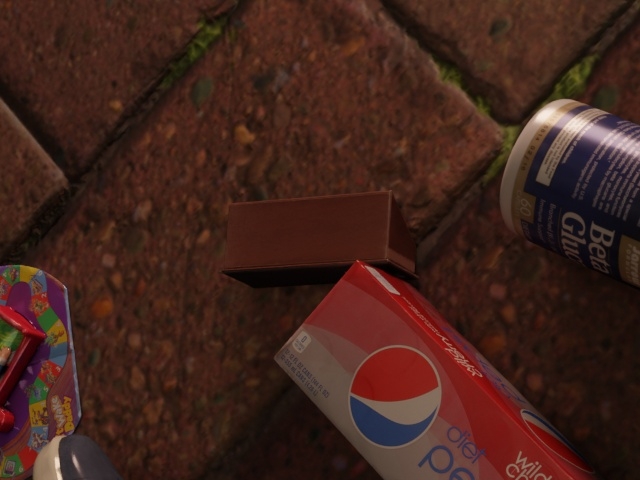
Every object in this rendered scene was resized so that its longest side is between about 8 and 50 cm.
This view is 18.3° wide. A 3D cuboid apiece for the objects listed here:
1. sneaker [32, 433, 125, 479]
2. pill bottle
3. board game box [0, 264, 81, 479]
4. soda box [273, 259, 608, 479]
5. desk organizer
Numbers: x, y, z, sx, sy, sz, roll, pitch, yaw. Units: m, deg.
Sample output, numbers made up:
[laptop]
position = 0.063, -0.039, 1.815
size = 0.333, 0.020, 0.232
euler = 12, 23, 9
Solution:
[sneaker]
position = -0.047, 0.234, 1.286
size = 0.148, 0.131, 0.350
euler = -43, 66, 6
[pill bottle]
position = 0.202, -0.017, 1.216
size = 0.169, 0.094, 0.094
euler = 25, 91, 32
[board game box]
position = -0.245, 0.097, 1.477
size = 0.133, 0.033, 0.169
euler = -18, 70, 25
[soda box]
position = 0.092, 0.133, 1.248
size = 0.092, 0.083, 0.263
euler = -50, 59, 9
[desk organizer]
position = 0.000, 0.000, 1.355
size = 0.130, 0.047, 0.050
euler = -4, 73, 29
